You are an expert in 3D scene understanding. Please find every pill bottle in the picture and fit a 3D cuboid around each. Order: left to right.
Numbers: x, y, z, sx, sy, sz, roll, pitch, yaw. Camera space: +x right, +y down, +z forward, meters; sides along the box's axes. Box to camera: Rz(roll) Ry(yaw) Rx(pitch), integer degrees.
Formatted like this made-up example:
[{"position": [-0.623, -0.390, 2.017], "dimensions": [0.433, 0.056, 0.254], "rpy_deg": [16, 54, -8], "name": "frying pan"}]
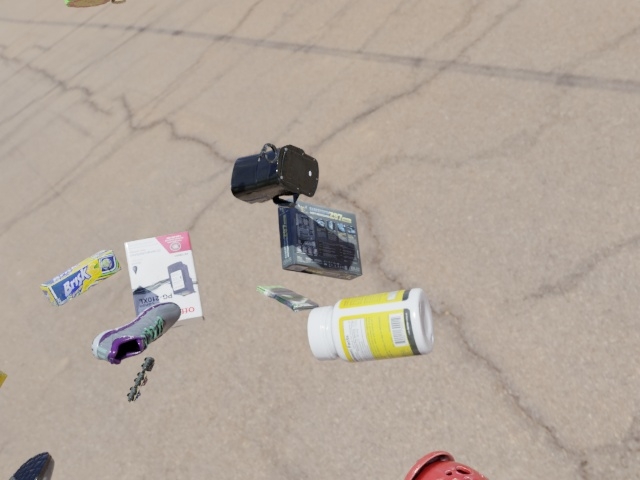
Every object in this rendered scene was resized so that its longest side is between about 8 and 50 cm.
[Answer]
[{"position": [0.090, 0.157, 1.213], "dimensions": [0.208, 0.119, 0.119], "rpy_deg": [-10, 41, 20], "name": "pill bottle"}]

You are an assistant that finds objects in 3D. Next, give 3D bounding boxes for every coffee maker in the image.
[{"position": [-0.119, -0.156, 1.518], "dimensions": [0.178, 0.171, 0.120], "rpy_deg": [-7, 46, 43], "name": "coffee maker"}]

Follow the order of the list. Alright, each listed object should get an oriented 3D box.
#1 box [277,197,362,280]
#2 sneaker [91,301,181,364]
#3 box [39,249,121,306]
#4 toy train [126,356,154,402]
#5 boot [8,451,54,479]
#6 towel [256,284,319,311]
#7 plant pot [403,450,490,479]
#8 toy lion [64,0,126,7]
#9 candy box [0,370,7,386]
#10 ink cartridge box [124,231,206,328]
[{"position": [0.000, 0.000, 1.778], "dimensions": [0.059, 0.232, 0.183], "rpy_deg": [-28, 60, 45], "name": "box"}, {"position": [-0.391, 0.216, 1.509], "dimensions": [0.223, 0.083, 0.098], "rpy_deg": [-30, 32, -35], "name": "sneaker"}, {"position": [-0.546, 0.084, 1.537], "dimensions": [0.169, 0.054, 0.059], "rpy_deg": [-36, 23, -34], "name": "box"}, {"position": [-0.540, 0.421, 2.031], "dimensions": [0.027, 0.036, 0.158], "rpy_deg": [35, 102, 39], "name": "toy train"}, {"position": [-0.662, 0.697, 1.591], "dimensions": [0.118, 0.223, 0.338], "rpy_deg": [-21, 37, 25], "name": "boot"}, {"position": [-0.092, 0.162, 1.886], "dimensions": [0.152, 0.113, 0.023], "rpy_deg": [23, 100, 34], "name": "towel"}, {"position": [0.289, 0.591, 1.523], "dimensions": [0.191, 0.191, 0.174], "rpy_deg": [-45, 39, -14], "name": "plant pot"}, {"position": [-0.366, -0.386, 1.063], "dimensions": [0.096, 0.034, 0.100], "rpy_deg": [-6, 11, 18], "name": "toy lion"}, {"position": [-0.744, 0.342, 1.389], "dimensions": [0.105, 0.027, 0.206], "rpy_deg": [28, 84, 17], "name": "candy box"}, {"position": [-0.413, 0.114, 1.798], "dimensions": [0.172, 0.100, 0.237], "rpy_deg": [-11, 77, -9], "name": "ink cartridge box"}]
